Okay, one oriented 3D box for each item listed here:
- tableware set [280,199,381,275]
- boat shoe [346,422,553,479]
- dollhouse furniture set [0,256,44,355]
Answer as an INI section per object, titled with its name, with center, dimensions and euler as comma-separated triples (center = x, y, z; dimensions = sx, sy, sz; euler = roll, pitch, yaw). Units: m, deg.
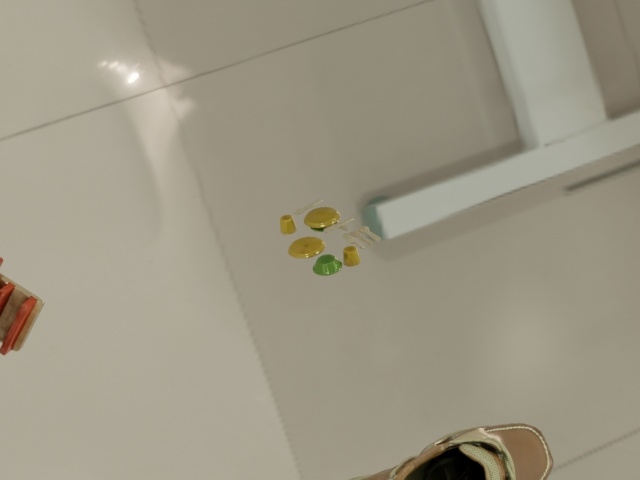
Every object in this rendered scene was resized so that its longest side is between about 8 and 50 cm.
[tableware set]
center = 0.000, 0.000, 1.738
dimensions = 0.104, 0.154, 0.024
euler = -26, 125, -24
[boat shoe]
center = 0.143, 0.253, 1.376
dimensions = 0.324, 0.120, 0.123
euler = -15, 75, -47
[dollhouse furniture set]
center = -0.393, 0.092, 1.333
dimensions = 0.135, 0.259, 0.262
euler = 33, 115, 4
